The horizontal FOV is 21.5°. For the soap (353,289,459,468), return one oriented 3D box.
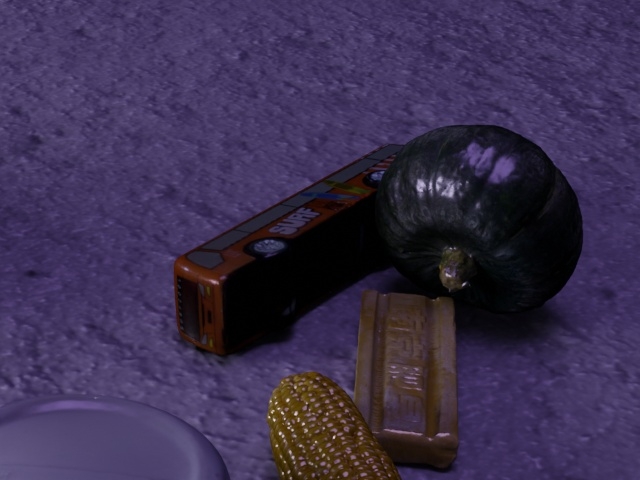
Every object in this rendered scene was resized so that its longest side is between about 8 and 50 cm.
[{"bbox_3d":[0.077,0.121,1.522,0.092,0.037,0.252,4,27,1],"label":"soap"}]

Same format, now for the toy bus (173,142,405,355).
[{"bbox_3d":[0.000,0.000,1.692,0.092,0.093,0.409,12,26,32],"label":"toy bus"}]

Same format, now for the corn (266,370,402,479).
[{"bbox_3d":[0.016,0.189,1.314,0.091,0.091,0.260,-38,30,6],"label":"corn"}]

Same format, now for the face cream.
[{"bbox_3d":[-0.160,0.226,1.101,0.201,0.187,0.201,4,26,-2],"label":"face cream"}]

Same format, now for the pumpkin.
[{"bbox_3d":[0.152,-0.016,1.636,0.211,0.211,0.152,23,53,33],"label":"pumpkin"}]
